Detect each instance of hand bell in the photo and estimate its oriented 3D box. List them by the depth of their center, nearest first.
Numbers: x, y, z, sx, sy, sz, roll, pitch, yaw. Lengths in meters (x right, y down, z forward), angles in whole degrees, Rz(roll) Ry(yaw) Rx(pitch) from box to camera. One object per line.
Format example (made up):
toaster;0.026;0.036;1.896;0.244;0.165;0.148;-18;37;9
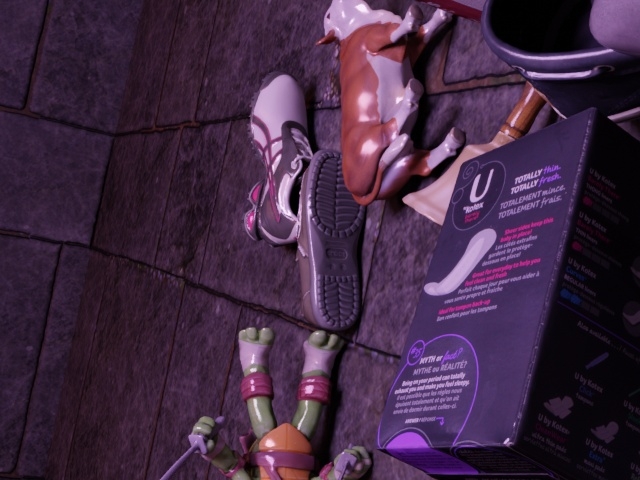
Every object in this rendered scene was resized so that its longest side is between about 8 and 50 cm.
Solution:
hand bell;0.194;-0.114;0.948;0.242;0.126;0.126;-61;28;8

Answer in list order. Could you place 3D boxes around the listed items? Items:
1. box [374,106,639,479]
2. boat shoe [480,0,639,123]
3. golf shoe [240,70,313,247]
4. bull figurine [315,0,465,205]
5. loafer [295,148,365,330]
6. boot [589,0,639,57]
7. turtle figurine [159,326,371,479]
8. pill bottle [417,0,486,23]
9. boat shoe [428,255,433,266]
box;0.176;0.062;0.750;0.165;0.143;0.270;-20;45;57
boat shoe;0.309;-0.218;0.638;0.500;0.156;0.186;-24;59;50
golf shoe;-0.042;-0.125;1.449;0.120;0.105;0.272;-6;80;48
bull figurine;0.080;-0.199;1.190;0.188;0.101;0.310;-30;59;51
loafer;0.000;0.000;1.282;0.087;0.094;0.251;-24;58;55
boot;0.284;-0.031;0.512;0.338;0.118;0.222;17;93;30
turtle figurine;-0.045;0.227;1.167;0.198;0.275;0.266;-13;57;25
pill bottle;0.118;-0.314;1.025;0.121;0.221;0.121;-39;45;54
boat shoe;0.156;0.038;0.969;0.183;0.065;0.083;149;129;-62
